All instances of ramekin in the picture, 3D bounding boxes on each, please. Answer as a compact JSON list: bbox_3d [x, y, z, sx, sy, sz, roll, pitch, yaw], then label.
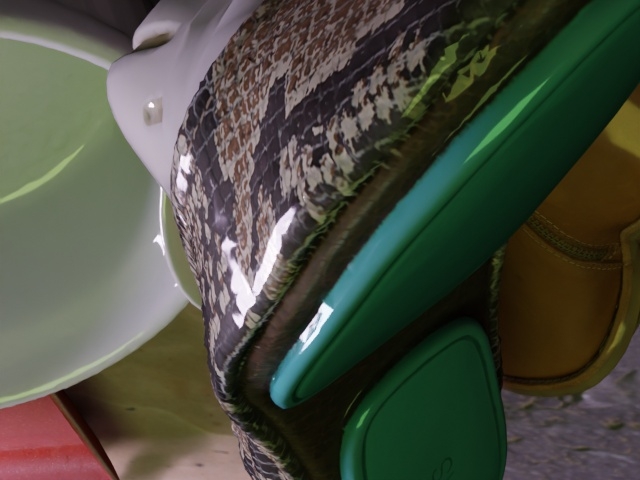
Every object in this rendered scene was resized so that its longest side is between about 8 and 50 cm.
[{"bbox_3d":[-0.190,-0.045,0.735,0.277,0.135,0.277,-11,142,-8],"label":"ramekin"}]

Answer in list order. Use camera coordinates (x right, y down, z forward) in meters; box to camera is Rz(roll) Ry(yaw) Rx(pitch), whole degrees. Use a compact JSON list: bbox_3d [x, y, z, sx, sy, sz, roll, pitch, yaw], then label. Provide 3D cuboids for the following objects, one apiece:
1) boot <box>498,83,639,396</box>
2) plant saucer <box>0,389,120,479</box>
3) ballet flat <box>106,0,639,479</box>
[{"bbox_3d":[0.073,-0.032,0.706,0.220,0.109,0.283,32,161,-10],"label":"boot"},{"bbox_3d":[-0.290,0.095,1.041,0.258,0.048,0.259,-6,138,16],"label":"plant saucer"},{"bbox_3d":[0.000,0.000,0.600,0.182,0.164,0.483,44,160,19],"label":"ballet flat"}]
